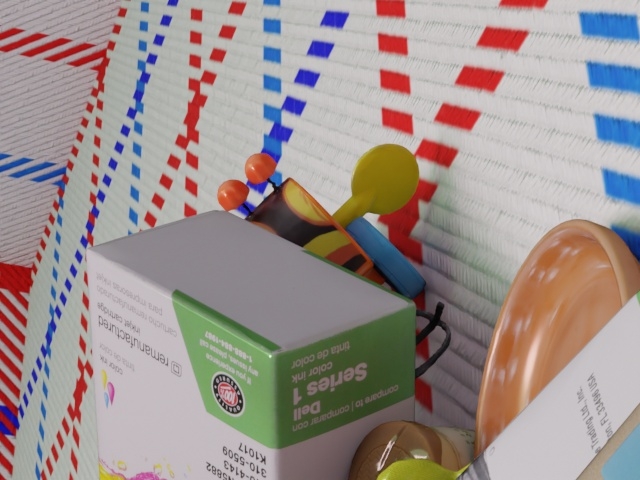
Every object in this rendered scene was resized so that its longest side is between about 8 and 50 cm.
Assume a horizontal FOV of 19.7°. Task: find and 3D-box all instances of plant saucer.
[{"bbox_3d":[0.135,0.089,0.987,0.200,0.037,0.200,-169,90,-76],"label":"plant saucer"}]

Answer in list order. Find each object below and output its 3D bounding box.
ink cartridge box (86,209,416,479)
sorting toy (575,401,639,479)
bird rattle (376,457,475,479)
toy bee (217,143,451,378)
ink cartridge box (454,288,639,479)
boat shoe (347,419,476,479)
[{"bbox_3d":[-0.045,0.147,1.187,0.201,0.117,0.278,25,124,45],"label":"ink cartridge box"},{"bbox_3d":[0.100,0.120,0.536,0.347,0.047,0.196,-54,28,17],"label":"sorting toy"},{"bbox_3d":[0.053,0.237,0.921,0.207,0.143,0.253,42,131,20],"label":"bird rattle"},{"bbox_3d":[0.000,0.000,1.295,0.195,0.162,0.298,-47,10,-24],"label":"toy bee"},{"bbox_3d":[0.125,0.155,0.653,0.289,0.121,0.211,-49,28,24],"label":"ink cartridge box"},{"bbox_3d":[0.063,0.250,1.082,0.104,0.089,0.285,8,90,49],"label":"boat shoe"}]
